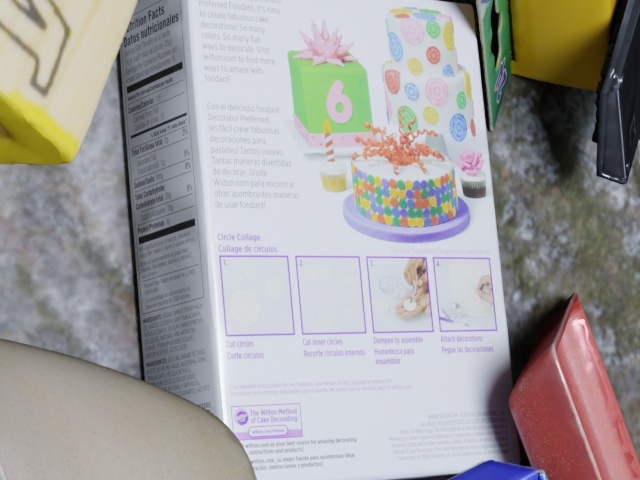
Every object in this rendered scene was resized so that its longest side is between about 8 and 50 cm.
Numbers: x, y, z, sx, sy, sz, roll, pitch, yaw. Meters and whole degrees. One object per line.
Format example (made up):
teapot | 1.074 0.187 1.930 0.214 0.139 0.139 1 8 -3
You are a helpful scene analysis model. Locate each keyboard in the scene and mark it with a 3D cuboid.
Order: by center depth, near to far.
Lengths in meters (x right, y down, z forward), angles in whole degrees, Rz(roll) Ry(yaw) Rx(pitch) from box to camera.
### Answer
keyboard | 0.255 -0.181 1.456 0.201 0.033 0.317 72 33 -53

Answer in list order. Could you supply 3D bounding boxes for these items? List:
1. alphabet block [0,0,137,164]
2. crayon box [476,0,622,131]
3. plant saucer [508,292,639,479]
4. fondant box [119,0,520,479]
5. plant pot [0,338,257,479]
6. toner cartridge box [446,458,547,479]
alphabet block | -0.223 -0.171 1.060 0.193 0.192 0.197 44 55 -46
crayon box | 0.198 -0.257 1.399 0.083 0.203 0.323 13 67 14
plant saucer | 0.194 0.180 1.320 0.258 0.048 0.259 -31 100 -77
fondant box | 0.000 0.000 1.268 0.238 0.096 0.330 1 81 -35
plant pot | -0.161 0.163 1.044 0.274 0.256 0.256 -1 80 -55
toner cartridge box | 0.007 0.282 1.169 0.348 0.075 0.165 -23 99 -21
